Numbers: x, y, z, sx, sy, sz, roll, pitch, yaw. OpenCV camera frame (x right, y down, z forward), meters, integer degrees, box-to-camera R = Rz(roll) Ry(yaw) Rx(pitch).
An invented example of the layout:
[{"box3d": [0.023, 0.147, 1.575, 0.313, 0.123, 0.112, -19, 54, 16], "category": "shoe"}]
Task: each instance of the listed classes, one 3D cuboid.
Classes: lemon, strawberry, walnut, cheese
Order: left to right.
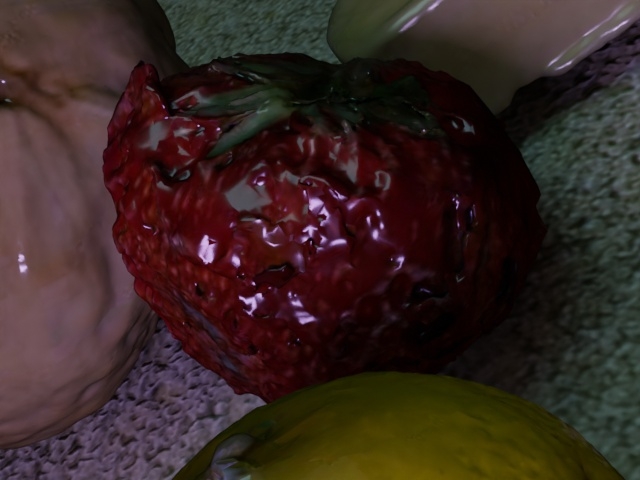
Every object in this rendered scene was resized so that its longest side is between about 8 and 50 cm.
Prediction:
[{"box3d": [-0.230, -0.037, 1.281, 0.381, 0.381, 0.381, -31, 31, 21], "category": "walnut"}, {"box3d": [0.000, 0.000, 1.093, 0.274, 0.220, 0.274, 6, 24, -3], "category": "strawberry"}, {"box3d": [0.030, 0.165, 0.806, 0.240, 0.219, 0.240, -35, 26, 19], "category": "lemon"}, {"box3d": [0.201, -0.246, 1.251, 0.384, 0.104, 0.384, -28, 28, 17], "category": "cheese"}]
